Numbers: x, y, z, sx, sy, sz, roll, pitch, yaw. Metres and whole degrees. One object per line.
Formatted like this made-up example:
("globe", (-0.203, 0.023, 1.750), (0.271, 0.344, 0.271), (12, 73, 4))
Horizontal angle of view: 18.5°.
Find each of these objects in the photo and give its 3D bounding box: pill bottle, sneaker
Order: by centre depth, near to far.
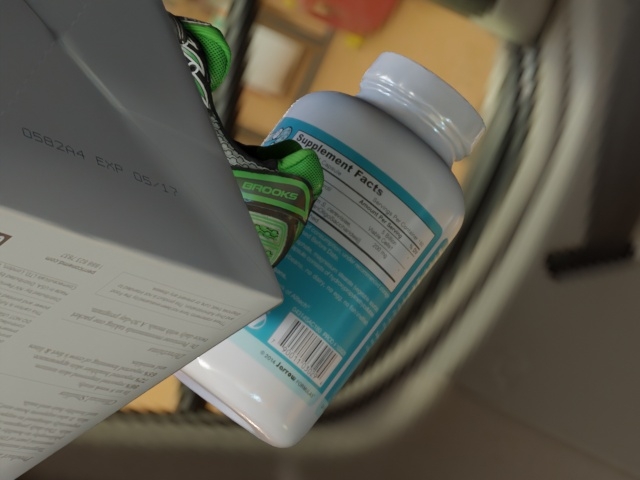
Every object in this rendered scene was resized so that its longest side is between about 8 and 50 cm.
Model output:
("sneaker", (-0.145, -0.104, 1.190), (0.343, 0.146, 0.134), (42, -179, -14))
("pill bottle", (0.000, 0.000, 1.344), (0.146, 0.264, 0.146), (37, 170, 7))

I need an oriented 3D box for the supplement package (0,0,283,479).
("supplement package", (-0.198, -0.008, 0.778), (0.199, 0.263, 0.198), (22, -140, -55))
